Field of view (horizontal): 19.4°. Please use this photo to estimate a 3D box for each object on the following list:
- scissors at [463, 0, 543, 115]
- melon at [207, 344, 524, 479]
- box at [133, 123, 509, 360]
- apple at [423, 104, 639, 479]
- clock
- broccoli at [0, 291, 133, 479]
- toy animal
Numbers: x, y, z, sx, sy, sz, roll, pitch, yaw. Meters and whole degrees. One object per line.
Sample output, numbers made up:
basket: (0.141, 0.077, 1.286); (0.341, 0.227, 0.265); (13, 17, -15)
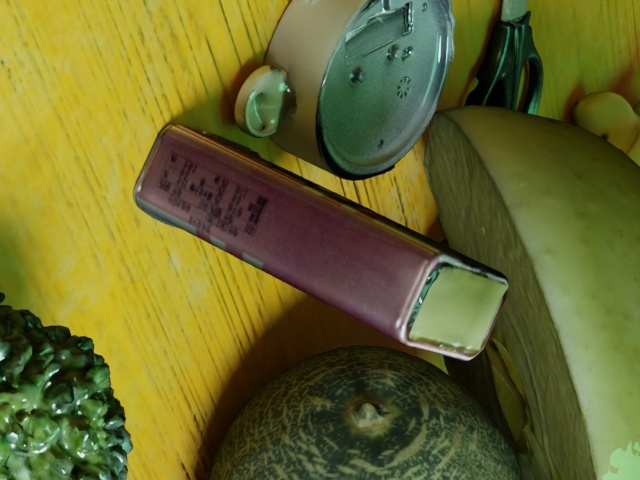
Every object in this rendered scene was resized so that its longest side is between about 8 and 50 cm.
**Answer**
scissors: (0.152, -0.188, 1.470); (0.109, 0.022, 0.300); (-36, 139, -43)
melon: (0.034, 0.228, 1.395); (0.248, 0.248, 0.329); (-42, 145, -31)
box: (0.000, 0.000, 1.192); (0.120, 0.224, 0.069); (19, 96, -60)
apple: (0.173, 0.101, 1.389); (0.320, 0.360, 0.311); (16, 131, -44)
clock: (0.030, -0.121, 1.301); (0.229, 0.063, 0.156); (-29, 136, -45)
broccoli: (-0.244, 0.135, 1.060); (0.275, 0.177, 0.198); (-23, 175, -9)
toy animal: (0.309, -0.095, 1.691); (0.169, 0.121, 0.233); (-51, 161, 12)
